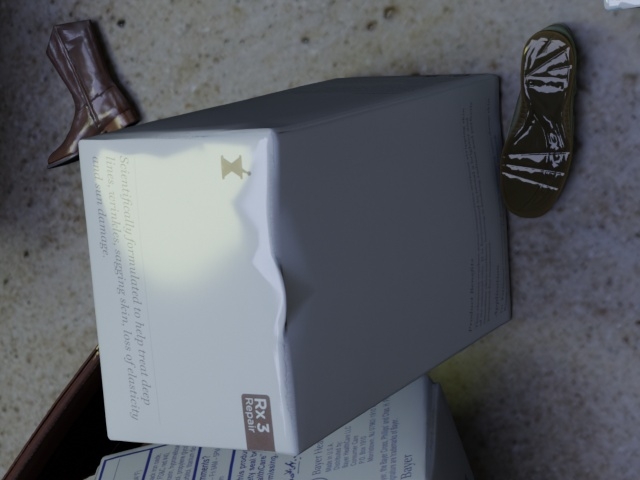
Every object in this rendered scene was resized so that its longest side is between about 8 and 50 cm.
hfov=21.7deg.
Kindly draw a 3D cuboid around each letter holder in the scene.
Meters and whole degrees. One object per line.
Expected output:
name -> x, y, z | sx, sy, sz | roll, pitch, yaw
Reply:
letter holder -> -0.127, 0.172, 1.425 | 0.152, 0.214, 0.302 | 45, 117, 15

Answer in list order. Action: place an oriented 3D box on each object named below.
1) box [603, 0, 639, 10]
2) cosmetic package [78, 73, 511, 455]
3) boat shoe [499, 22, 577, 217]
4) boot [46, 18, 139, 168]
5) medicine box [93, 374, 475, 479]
box -> 0.248, -0.295, 1.216 | 0.100, 0.060, 0.244 | -4, 98, 29
cosmetic package -> 0.000, 0.000, 1.223 | 0.156, 0.385, 0.217 | 1, 99, 29
boat shoe -> 0.174, -0.093, 1.311 | 0.056, 0.048, 0.153 | 8, 110, 15
boot -> -0.230, -0.135, 1.527 | 0.106, 0.037, 0.114 | -30, 87, 17
medicine box -> -0.009, 0.279, 1.323 | 0.289, 0.149, 0.263 | -15, 117, 13
